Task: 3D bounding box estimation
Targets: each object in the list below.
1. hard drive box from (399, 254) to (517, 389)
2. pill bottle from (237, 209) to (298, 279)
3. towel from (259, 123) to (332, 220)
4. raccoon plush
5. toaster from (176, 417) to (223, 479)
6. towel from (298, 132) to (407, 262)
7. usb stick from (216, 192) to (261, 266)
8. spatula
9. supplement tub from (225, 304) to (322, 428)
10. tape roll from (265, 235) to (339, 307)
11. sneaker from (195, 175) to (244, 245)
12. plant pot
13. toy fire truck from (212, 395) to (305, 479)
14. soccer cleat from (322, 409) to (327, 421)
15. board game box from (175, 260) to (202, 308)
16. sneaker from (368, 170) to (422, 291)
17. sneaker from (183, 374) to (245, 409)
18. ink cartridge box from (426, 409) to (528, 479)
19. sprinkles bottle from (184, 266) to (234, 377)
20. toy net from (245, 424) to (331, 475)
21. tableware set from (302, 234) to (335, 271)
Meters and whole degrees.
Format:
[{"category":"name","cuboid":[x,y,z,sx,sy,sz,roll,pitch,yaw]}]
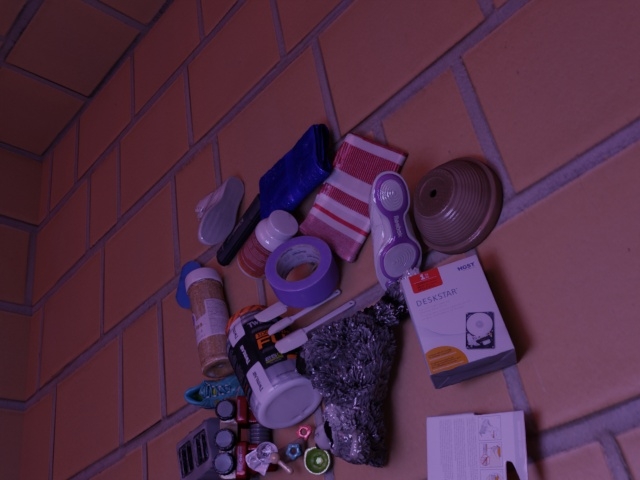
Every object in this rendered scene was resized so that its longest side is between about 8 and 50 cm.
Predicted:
[{"category":"hard drive box","cuboid":[0.288,0.172,1.458,0.181,0.089,0.232,-20,54,7]},{"category":"pill bottle","cuboid":[-0.152,0.012,2.023,0.216,0.121,0.121,-52,41,42]},{"category":"towel","cuboid":[-0.086,-0.193,2.063,0.308,0.076,0.228,-44,32,34]},{"category":"raccoon plush","cuboid":[0.133,0.301,1.562,0.446,0.216,0.299,-52,50,20]},{"category":"toaster","cuboid":[-0.326,0.628,1.999,0.168,0.110,0.186,-42,47,30]},{"category":"towel","cuboid":[0.084,-0.126,1.898,0.237,0.037,0.329,31,96,45]},{"category":"usb stick","cuboid":[-0.256,-0.034,2.253,0.278,0.045,0.077,-52,41,20]},{"category":"spatula","cuboid":[-0.037,0.192,1.823,0.242,0.019,0.168,-28,40,-16]},{"category":"supplement tub","cuboid":[-0.137,0.329,1.847,0.194,0.193,0.316,-54,43,17]},{"category":"tape roll","cuboid":[-0.050,0.084,1.855,0.188,0.080,0.189,-11,46,12]},{"category":"sneaker","cuboid":[-0.365,-0.073,2.317,0.169,0.108,0.293,-28,29,42]},{"category":"plant pot","cuboid":[0.295,-0.093,1.606,0.237,0.109,0.238,-23,58,42]},{"category":"toy fire truck","cuboid":[-0.160,0.529,1.853,0.246,0.158,0.217,-2,65,3]},{"category":"soccer cleat","cuboid":[0.027,0.463,1.736,0.036,0.029,0.083,-59,37,25]},{"category":"board game box","cuboid":[-0.446,0.157,2.400,0.133,0.033,0.169,9,86,45]},{"category":"sneaker","cuboid":[0.180,-0.025,1.686,0.152,0.114,0.305,-104,10,-78]},{"category":"sneaker","cuboid":[-0.302,0.456,2.045,0.275,0.110,0.107,-25,56,39]},{"category":"ink cartridge box","cuboid":[0.322,0.484,1.367,0.238,0.060,0.275,-19,60,42]},{"category":"sprinkles bottle","cuboid":[-0.345,0.255,2.172,0.121,0.121,0.356,-43,46,28]},{"category":"toy net","cuboid":[-0.085,0.532,1.738,0.232,0.045,0.122,-7,72,12]},{"category":"tableware set","cuboid":[0.000,0.000,1.969,0.141,0.020,0.169,-48,45,24]}]
